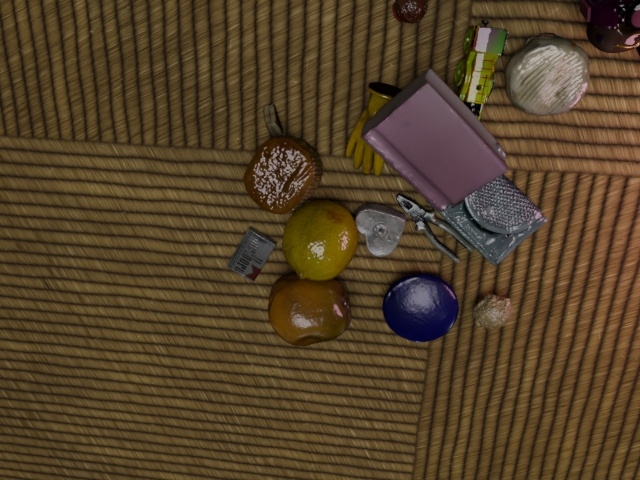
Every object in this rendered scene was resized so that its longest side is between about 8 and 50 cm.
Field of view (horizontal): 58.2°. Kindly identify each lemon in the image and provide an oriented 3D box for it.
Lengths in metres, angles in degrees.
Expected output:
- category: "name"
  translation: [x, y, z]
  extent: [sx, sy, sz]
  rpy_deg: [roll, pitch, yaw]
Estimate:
- category: "lemon"
  translation: [-0.001, -0.001, 1.888]
  extent: [0.267, 0.267, 0.268]
  rpy_deg: [3, 112, 6]

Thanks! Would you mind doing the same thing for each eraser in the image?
- category: "eraser"
  translation: [0.338, -0.282, 1.695]
  extent: [0.359, 0.122, 0.272]
  rpy_deg: [39, 129, -18]

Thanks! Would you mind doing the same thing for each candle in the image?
- category: "candle"
  translation: [0.212, -0.045, 1.947]
  extent: [0.168, 0.068, 0.192]
  rpy_deg: [-25, 110, 17]

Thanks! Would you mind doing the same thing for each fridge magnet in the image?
- category: "fridge magnet"
  translation: [0.350, 0.234, 2.017]
  extent: [0.265, 0.113, 0.266]
  rpy_deg: [2, 111, 6]

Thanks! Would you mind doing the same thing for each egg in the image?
- category: "egg"
  translation: [0.597, 0.245, 1.988]
  extent: [0.140, 0.116, 0.118]
  rpy_deg: [-25, 135, 16]

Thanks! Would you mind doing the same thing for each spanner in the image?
- category: "spanner"
  translation: [0.376, -0.046, 1.941]
  extent: [0.324, 0.040, 0.096]
  rpy_deg: [40, 110, -10]

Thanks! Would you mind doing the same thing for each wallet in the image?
- category: "wallet"
  translation: [0.544, -0.101, 1.882]
  extent: [0.342, 0.075, 0.237]
  rpy_deg: [42, 108, -9]

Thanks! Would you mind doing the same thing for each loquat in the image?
- category: "loquat"
  translation: [-0.040, 0.229, 1.981]
  extent: [0.283, 0.276, 0.276]
  rpy_deg: [-9, 110, 11]

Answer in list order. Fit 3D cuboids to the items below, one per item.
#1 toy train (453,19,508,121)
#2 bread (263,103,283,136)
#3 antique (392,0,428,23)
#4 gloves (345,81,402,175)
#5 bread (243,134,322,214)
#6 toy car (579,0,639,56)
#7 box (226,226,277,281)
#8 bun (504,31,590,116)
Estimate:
- category: "toy train"
  translation: [0.458, -0.489, 1.691]
  extent: [0.100, 0.161, 0.297]
  rpy_deg: [6, 113, -2]
- category: "bread"
  translation: [-0.155, -0.382, 1.864]
  extent: [0.043, 0.062, 0.109]
  rpy_deg: [-13, 113, 11]
- category: "antique"
  translation: [0.264, -0.683, 1.669]
  extent: [0.103, 0.104, 0.104]
  rpy_deg: [3, 112, 6]
- category: "gloves"
  translation: [0.170, -0.342, 1.831]
  extent: [0.133, 0.116, 0.295]
  rpy_deg: [31, 125, 24]
- category: "bread"
  translation: [-0.120, -0.216, 1.884]
  extent: [0.227, 0.142, 0.253]
  rpy_deg: [43, 113, -2]
- category: "toy car"
  translation: [0.888, -0.591, 1.564]
  extent: [0.340, 0.271, 0.241]
  rpy_deg: [-4, 131, 12]
- category: "box"
  translation: [-0.245, 0.050, 2.060]
  extent: [0.115, 0.036, 0.178]
  rpy_deg: [31, 112, -6]
- category: "bun"
  translation: [0.656, -0.484, 1.677]
  extent: [0.238, 0.141, 0.239]
  rpy_deg: [4, 118, 8]
